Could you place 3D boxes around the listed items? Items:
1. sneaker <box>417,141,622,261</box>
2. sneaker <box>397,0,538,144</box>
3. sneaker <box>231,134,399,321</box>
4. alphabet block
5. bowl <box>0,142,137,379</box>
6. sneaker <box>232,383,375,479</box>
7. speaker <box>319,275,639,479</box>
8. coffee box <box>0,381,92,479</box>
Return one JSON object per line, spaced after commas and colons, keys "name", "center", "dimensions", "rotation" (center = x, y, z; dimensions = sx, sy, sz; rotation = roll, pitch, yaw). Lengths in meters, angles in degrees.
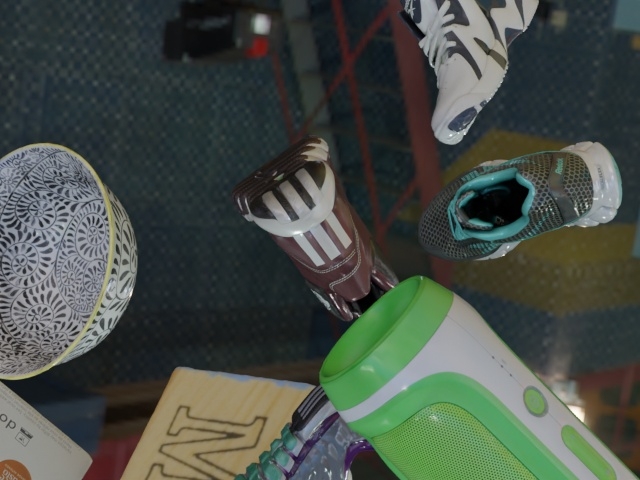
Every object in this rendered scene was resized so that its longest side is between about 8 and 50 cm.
{"name": "sneaker", "center": [0.105, -0.023, 0.858], "dimensions": [0.076, 0.065, 0.166], "rotation": [-9, 171, -36]}
{"name": "sneaker", "center": [0.126, -0.215, 1.461], "dimensions": [0.153, 0.235, 0.094], "rotation": [30, 150, -1]}
{"name": "sneaker", "center": [0.000, 0.000, 1.307], "dimensions": [0.106, 0.162, 0.281], "rotation": [-33, -168, 5]}
{"name": "alphabet block", "center": [-0.095, 0.285, 1.561], "dimensions": [0.193, 0.192, 0.197], "rotation": [4, -134, 23]}
{"name": "bowl", "center": [-0.187, 0.020, 1.002], "dimensions": [0.170, 0.170, 0.080], "rotation": [15, 179, 37]}
{"name": "sneaker", "center": [-0.025, 0.252, 1.383], "dimensions": [0.098, 0.224, 0.083], "rotation": [40, -174, -12]}
{"name": "speaker", "center": [0.139, 0.165, 1.003], "dimensions": [0.296, 0.131, 0.131], "rotation": [45, -174, -8]}
{"name": "coffee box", "center": [-0.539, 0.321, 1.597], "dimensions": [0.337, 0.338, 0.334], "rotation": [42, -132, -13]}
